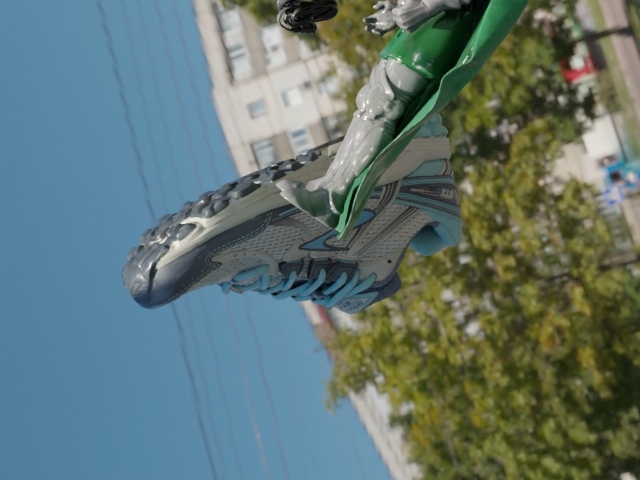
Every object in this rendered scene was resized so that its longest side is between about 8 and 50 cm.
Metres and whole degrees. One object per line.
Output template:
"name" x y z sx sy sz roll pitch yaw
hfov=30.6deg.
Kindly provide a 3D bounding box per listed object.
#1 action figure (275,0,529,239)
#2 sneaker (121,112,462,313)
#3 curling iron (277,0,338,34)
"action figure" 0.060 -0.110 0.630 0.063 0.232 0.137 34 -177 -11
"sneaker" 0.000 0.000 0.806 0.283 0.110 0.122 -25 -84 -34
"curling iron" 0.073 -0.305 1.304 0.035 0.274 0.068 62 177 23
